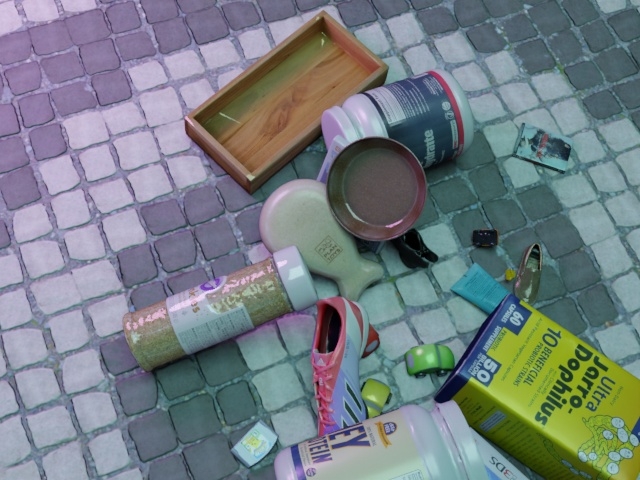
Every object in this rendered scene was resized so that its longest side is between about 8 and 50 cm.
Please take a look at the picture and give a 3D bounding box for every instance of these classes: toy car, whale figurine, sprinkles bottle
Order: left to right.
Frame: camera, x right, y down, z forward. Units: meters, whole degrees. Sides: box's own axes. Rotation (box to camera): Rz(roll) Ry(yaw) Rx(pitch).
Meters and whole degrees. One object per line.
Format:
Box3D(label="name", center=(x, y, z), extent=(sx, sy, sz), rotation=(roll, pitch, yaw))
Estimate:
Box3D(label="sprinkles bottle", center=(-0.185, 0.128, 1.875), extent=(0.355, 0.121, 0.121), rotation=(-22, 69, -1))
Box3D(label="whale figurine", center=(0.000, 0.000, 1.996), extent=(0.272, 0.141, 0.216), rotation=(44, 90, -9))
Box3D(label="toy car", center=(0.151, 0.232, 1.931), extent=(0.225, 0.053, 0.239), rotation=(-6, 67, -7))
Box3D(label="toy car", center=(0.357, 0.029, 2.062), extent=(0.040, 0.060, 0.122), rotation=(-10, 80, -56))

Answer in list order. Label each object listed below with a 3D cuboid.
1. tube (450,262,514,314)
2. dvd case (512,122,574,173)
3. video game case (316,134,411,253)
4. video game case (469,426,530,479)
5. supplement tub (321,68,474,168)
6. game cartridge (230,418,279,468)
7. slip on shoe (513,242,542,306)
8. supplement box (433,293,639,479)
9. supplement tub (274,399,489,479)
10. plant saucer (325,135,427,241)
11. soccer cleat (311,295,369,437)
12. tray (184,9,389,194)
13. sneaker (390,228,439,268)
Box3D(label="tube", center=(0.365, 0.131, 2.002), extent=(0.207, 0.052, 0.080), rotation=(39, 63, 18))
Box3D(label="dvd case", center=(0.483, -0.201, 2.179), extent=(0.119, 0.013, 0.087), rotation=(19, 66, 5))
Box3D(label="video game case", center=(0.074, -0.088, 1.991), extent=(0.183, 0.201, 0.023), rotation=(37, 50, 11))
Box3D(label="video game case", center=(0.273, 0.517, 1.809), extent=(0.244, 0.061, 0.269), rotation=(41, 69, 14))
Box3D(label="supplement tub", center=(0.159, -0.229, 2.066), extent=(0.272, 0.191, 0.191), rotation=(-20, 69, -13))
Box3D(label="game cartridge", center=(-0.119, 0.379, 1.863), extent=(0.056, 0.017, 0.083), rotation=(42, 69, 9))
Box3D(label="slip on shoe", center=(0.426, 0.068, 2.035), extent=(0.051, 0.041, 0.135), rotation=(18, 65, 3))
Box3D(label="supplement box", center=(0.421, 0.296, 1.840), extent=(0.356, 0.195, 0.194), rotation=(34, 67, 7))
Box3D(label="supplement tub", center=(0.107, 0.417, 1.690), extent=(0.325, 0.235, 0.235), rotation=(-19, 68, -2))
Box3D(label="plant saucer", center=(0.109, -0.098, 1.894), extent=(0.199, 0.036, 0.198), rotation=(3, 99, 20))
Box3D(label="soccer cleat", center=(0.024, 0.259, 1.845), extent=(0.109, 0.116, 0.318), rotation=(-6, 72, 33))
Box3D(label="tray", center=(-0.070, -0.300, 2.144), extent=(0.411, 0.076, 0.203), rotation=(-42, 76, -19))
Box3D(label="sneaker", center=(0.170, -0.006, 2.021), extent=(0.051, 0.089, 0.170), rotation=(-29, 72, -17))
